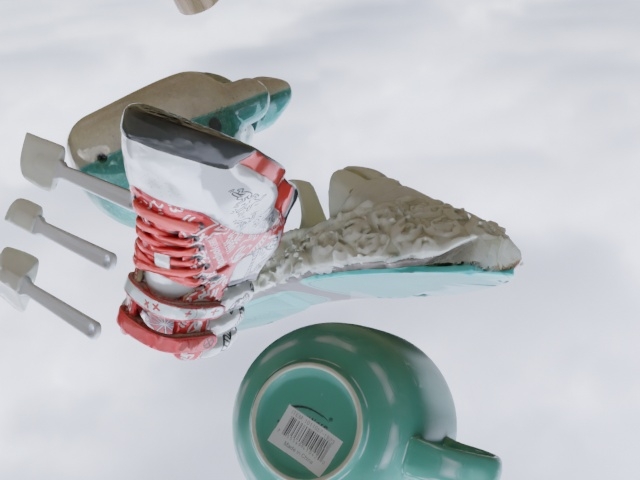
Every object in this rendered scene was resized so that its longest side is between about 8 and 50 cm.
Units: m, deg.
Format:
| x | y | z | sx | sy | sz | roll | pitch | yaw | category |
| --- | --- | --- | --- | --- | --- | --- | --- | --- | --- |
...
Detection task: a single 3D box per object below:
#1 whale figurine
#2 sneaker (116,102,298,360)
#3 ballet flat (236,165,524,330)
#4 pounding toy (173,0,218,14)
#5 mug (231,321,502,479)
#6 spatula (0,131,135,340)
| x | y | z | sx | sy | sz | roll | pitch | yaw | category |
| --- | --- | --- | --- | --- | --- | --- | --- | --- | --- |
| -0.127 | -0.093 | 1.396 | 0.216 | 0.141 | 0.272 | -20 | -178 | 34 | whale figurine |
| -0.086 | 0.005 | 0.900 | 0.090 | 0.145 | 0.270 | 24 | 178 | 10 | sneaker |
| 0.000 | 0.000 | 1.288 | 0.409 | 0.147 | 0.147 | -13 | -175 | 41 | ballet flat |
| -0.073 | -0.253 | 0.946 | 0.181 | 0.094 | 0.206 | -5 | -135 | 22 | pounding toy |
| 0.022 | 0.112 | 0.863 | 0.158 | 0.129 | 0.097 | -19 | 165 | 20 | mug |
| -0.244 | 0.000 | 1.294 | 0.019 | 0.168 | 0.242 | 15 | -176 | -40 | spatula |
